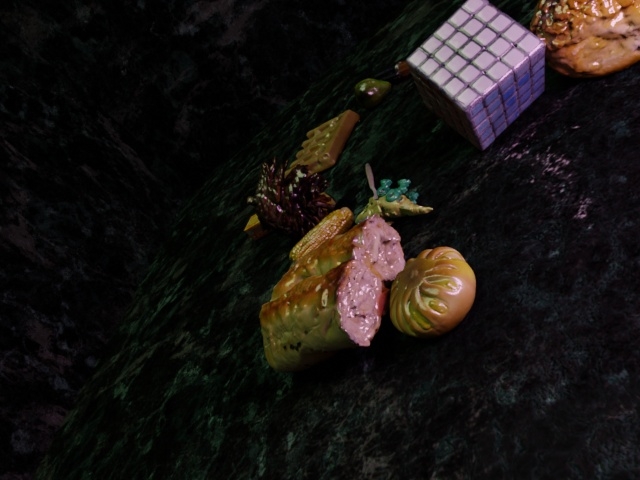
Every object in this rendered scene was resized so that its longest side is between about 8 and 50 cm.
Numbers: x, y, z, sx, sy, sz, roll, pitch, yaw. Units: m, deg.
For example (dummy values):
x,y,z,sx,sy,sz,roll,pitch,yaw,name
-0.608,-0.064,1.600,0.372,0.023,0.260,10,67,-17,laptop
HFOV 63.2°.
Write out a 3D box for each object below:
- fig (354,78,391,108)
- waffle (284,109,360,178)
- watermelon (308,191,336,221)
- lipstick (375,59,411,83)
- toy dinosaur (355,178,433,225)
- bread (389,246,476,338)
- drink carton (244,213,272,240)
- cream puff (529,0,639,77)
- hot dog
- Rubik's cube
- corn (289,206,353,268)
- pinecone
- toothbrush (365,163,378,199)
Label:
x,y,z,sx,sy,sz,roll,pitch,yaw,name
0.225,-0.638,2.220,0.156,0.123,0.123,-27,26,7,fig
0.007,-0.410,2.273,0.304,0.077,0.348,-20,35,45,waffle
-0.030,-0.128,1.887,0.181,0.075,0.092,-34,30,26,watermelon
0.368,-0.710,2.126,0.077,0.077,0.418,-55,25,-17,lipstick
0.212,-0.100,1.421,0.259,0.094,0.153,-5,47,47,toy dinosaur
0.218,0.102,1.067,0.213,0.104,0.213,-40,25,23,bread
-0.211,-0.087,2.140,0.222,0.071,0.096,-26,31,38,drink carton
0.647,-0.536,1.180,0.327,0.231,0.343,-43,23,1,cream puff
0.012,0.147,1.249,0.365,0.196,0.367,-27,23,40,hot dog
0.395,-0.416,1.307,0.237,0.237,0.238,-45,63,8,Rubik's cube
0.000,0.000,1.606,0.262,0.097,0.097,-47,23,-1,corn
-0.097,-0.140,1.758,0.298,0.295,0.242,100,-167,-54,pinecone
0.165,-0.183,1.704,0.029,0.025,0.307,-46,22,24,toothbrush
